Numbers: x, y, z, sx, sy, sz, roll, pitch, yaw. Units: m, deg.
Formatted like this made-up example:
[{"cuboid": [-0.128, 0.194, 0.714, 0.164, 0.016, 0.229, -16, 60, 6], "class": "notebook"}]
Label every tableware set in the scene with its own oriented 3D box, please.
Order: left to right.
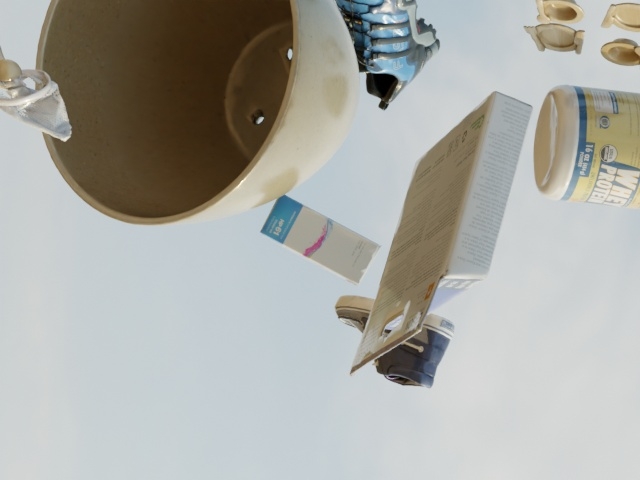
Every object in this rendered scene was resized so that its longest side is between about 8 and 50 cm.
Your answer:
[{"cuboid": [0.320, -0.246, 2.181, 0.141, 0.168, 0.020, 72, 30, -66], "class": "tableware set"}]

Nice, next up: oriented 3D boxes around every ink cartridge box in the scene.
[{"cuboid": [0.000, 0.000, 2.008, 0.052, 0.122, 0.088, -63, 179, -2], "class": "ink cartridge box"}, {"cuboid": [0.104, 0.006, 1.622, 0.223, 0.045, 0.224, 138, -28, -70], "class": "ink cartridge box"}]

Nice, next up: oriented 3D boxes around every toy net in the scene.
[{"cuboid": [-0.316, -0.175, 1.691, 0.045, 0.232, 0.122, -54, 171, 23], "class": "toy net"}]

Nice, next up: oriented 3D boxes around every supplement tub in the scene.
[{"cuboid": [0.374, -0.113, 2.298, 0.144, 0.199, 0.144, -174, -90, -83], "class": "supplement tub"}]

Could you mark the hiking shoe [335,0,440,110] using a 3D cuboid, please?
[{"cuboid": [0.077, -0.307, 2.686, 0.113, 0.304, 0.132, 23, -103, 37], "class": "hiking shoe"}]

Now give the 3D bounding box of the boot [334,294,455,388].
[{"cuboid": [0.074, 0.121, 2.229, 0.190, 0.069, 0.086, 9, -106, 51], "class": "boot"}]

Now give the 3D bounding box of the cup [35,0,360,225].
[{"cuboid": [-0.093, -0.167, 1.910, 0.331, 0.237, 0.331, -5, -98, 33], "class": "cup"}]
